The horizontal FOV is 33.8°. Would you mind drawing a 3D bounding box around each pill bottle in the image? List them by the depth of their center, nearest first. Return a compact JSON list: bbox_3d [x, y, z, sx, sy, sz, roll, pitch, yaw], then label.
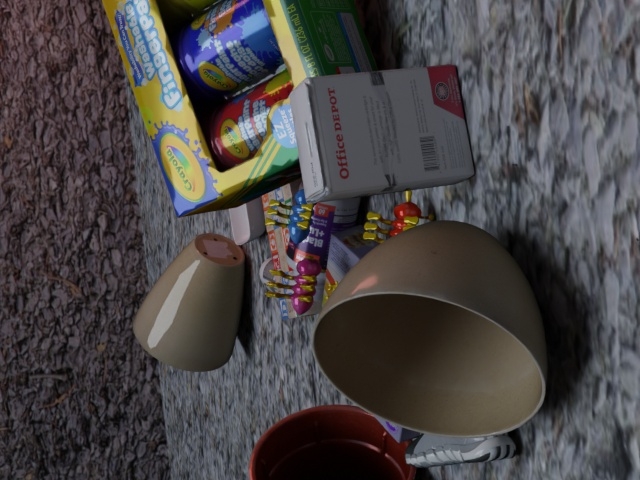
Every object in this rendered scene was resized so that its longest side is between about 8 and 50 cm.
[{"bbox_3d":[0.000,0.000,1.800,0.108,0.108,0.194,-135,52,-59],"label":"pill bottle"},{"bbox_3d":[-0.071,0.073,2.103,0.137,0.078,0.078,-161,65,-67],"label":"pill bottle"}]

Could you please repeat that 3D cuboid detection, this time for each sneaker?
[{"bbox_3d":[0.190,0.248,1.485,0.228,0.086,0.132,-26,68,58],"label":"sneaker"}]

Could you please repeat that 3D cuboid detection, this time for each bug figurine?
[{"bbox_3d":[0.033,0.018,1.580,0.279,0.072,0.216,11,81,37],"label":"bug figurine"}]

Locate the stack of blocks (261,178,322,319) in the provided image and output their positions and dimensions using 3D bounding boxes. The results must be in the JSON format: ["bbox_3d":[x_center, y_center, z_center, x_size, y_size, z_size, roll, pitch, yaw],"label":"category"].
[{"bbox_3d":[-0.030,-0.010,1.949,0.171,0.087,0.297,160,101,-69],"label":"stack of blocks"}]

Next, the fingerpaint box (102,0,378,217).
[{"bbox_3d":[-0.129,-0.305,1.666,0.371,0.163,0.445,-21,86,37],"label":"fingerpaint box"}]

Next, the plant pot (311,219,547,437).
[{"bbox_3d":[0.150,0.087,1.310,0.284,0.284,0.191,109,-178,-51],"label":"plant pot"}]

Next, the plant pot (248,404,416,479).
[{"bbox_3d":[0.027,0.465,1.764,0.272,0.272,0.265,-126,27,-52],"label":"plant pot"}]

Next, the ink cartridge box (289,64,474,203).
[{"bbox_3d":[0.080,-0.142,1.417,0.092,0.217,0.159,159,103,-69],"label":"ink cartridge box"}]

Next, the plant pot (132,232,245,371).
[{"bbox_3d":[-0.287,0.127,2.515,0.274,0.256,0.256,-65,35,30],"label":"plant pot"}]

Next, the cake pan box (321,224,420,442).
[{"bbox_3d":[0.096,0.147,1.649,0.267,0.070,0.246,45,140,42],"label":"cake pan box"}]

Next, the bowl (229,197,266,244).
[{"bbox_3d":[-0.160,-0.066,2.326,0.142,0.053,0.142,159,102,-69],"label":"bowl"}]
